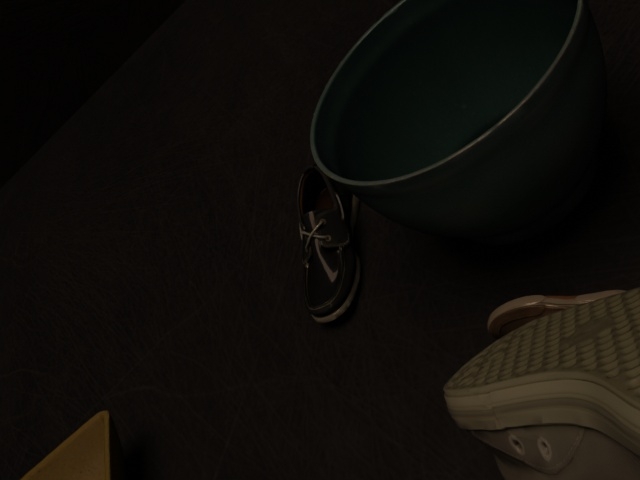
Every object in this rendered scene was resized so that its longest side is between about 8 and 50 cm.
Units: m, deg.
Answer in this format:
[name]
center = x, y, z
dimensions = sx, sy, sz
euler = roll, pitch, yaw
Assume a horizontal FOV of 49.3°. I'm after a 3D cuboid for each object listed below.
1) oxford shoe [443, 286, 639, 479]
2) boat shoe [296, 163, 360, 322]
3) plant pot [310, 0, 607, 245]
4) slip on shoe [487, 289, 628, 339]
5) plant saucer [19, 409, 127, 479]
[oxford shoe]
center = 0.215, 0.096, 0.377
dimensions = 0.169, 0.130, 0.449
euler = -31, -5, -20
[boat shoe]
center = 0.000, 0.000, 0.884
dimensions = 0.084, 0.079, 0.233
euler = -25, 42, 27
[plant pot]
center = 0.164, -0.117, 0.715
dimensions = 0.293, 0.196, 0.293
euler = -29, 38, 26
[slip on shoe]
center = 0.209, 0.076, 0.608
dimensions = 0.135, 0.051, 0.041
euler = -10, 46, 32
[plant saucer]
center = -0.333, 0.425, 0.821
dimensions = 0.333, 0.081, 0.333
euler = -40, 36, 10
